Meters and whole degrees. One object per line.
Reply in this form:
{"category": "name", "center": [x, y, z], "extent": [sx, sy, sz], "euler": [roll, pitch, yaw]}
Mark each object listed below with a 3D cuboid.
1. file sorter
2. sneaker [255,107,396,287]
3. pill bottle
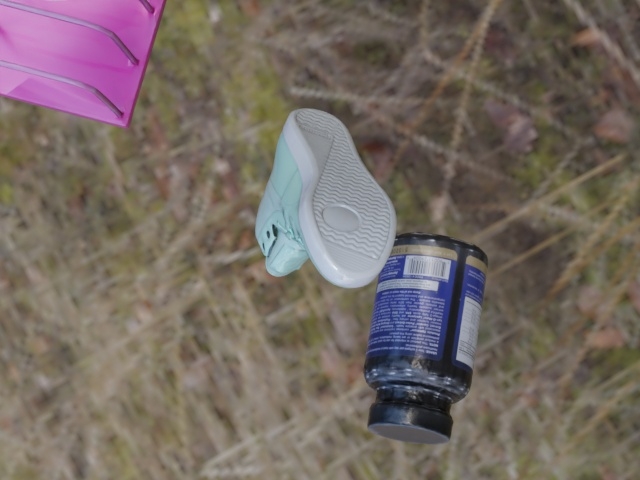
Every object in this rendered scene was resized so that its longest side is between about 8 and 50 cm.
{"category": "file sorter", "center": [-0.295, -0.310, 1.988], "extent": [0.202, 0.291, 0.182], "euler": [15, 174, 6]}
{"category": "sneaker", "center": [0.000, 0.000, 1.668], "extent": [0.256, 0.094, 0.151], "euler": [-106, 29, -52]}
{"category": "pill bottle", "center": [0.114, 0.111, 1.903], "extent": [0.123, 0.123, 0.219], "euler": [-27, 49, 63]}
